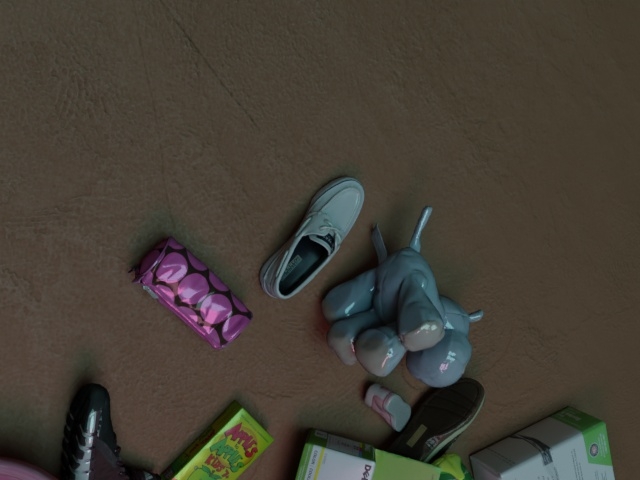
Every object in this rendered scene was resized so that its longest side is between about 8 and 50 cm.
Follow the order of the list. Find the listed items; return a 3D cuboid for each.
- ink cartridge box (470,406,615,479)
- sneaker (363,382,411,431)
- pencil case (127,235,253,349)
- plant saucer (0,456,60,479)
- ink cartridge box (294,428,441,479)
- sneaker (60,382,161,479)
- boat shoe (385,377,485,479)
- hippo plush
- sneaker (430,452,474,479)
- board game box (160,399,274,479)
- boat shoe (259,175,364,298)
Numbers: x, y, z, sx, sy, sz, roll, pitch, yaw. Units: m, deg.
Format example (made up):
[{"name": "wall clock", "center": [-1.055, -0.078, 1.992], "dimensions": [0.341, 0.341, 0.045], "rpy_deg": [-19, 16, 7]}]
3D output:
[{"name": "ink cartridge box", "center": [0.463, 0.496, 1.699], "dimensions": [0.273, 0.115, 0.198], "rpy_deg": [-19, 105, -21]}, {"name": "sneaker", "center": [0.126, 0.313, 1.561], "dimensions": [0.051, 0.070, 0.134], "rpy_deg": [-52, 144, -18]}, {"name": "pencil case", "center": [-0.209, 0.093, 1.349], "dimensions": [0.209, 0.095, 0.098], "rpy_deg": [43, 45, -22]}, {"name": "plant saucer", "center": [-0.486, 0.483, 1.237], "dimensions": [0.333, 0.084, 0.331], "rpy_deg": [0, 92, 3]}, {"name": "ink cartridge box", "center": [0.075, 0.470, 1.476], "dimensions": [0.255, 0.097, 0.188], "rpy_deg": [15, 93, 3]}, {"name": "sneaker", "center": [-0.333, 0.361, 1.341], "dimensions": [0.163, 0.106, 0.281], "rpy_deg": [5, 107, -30]}, {"name": "boat shoe", "center": [0.219, 0.374, 1.597], "dimensions": [0.257, 0.095, 0.095], "rpy_deg": [-40, 145, -11]}, {"name": "hippo plush", "center": [0.154, 0.147, 1.489], "dimensions": [0.236, 0.234, 0.294], "rpy_deg": [44, 37, -41]}, {"name": "sneaker", "center": [0.254, 0.543, 1.586], "dimensions": [0.110, 0.123, 0.295], "rpy_deg": [-23, 130, -20]}, {"name": "board game box", "center": [-0.179, 0.379, 1.433], "dimensions": [0.181, 0.043, 0.092], "rpy_deg": [-44, 112, -12]}, {"name": "boat shoe", "center": [0.000, 0.000, 1.428], "dimensions": [0.095, 0.084, 0.258], "rpy_deg": [38, 83, -24]}]
